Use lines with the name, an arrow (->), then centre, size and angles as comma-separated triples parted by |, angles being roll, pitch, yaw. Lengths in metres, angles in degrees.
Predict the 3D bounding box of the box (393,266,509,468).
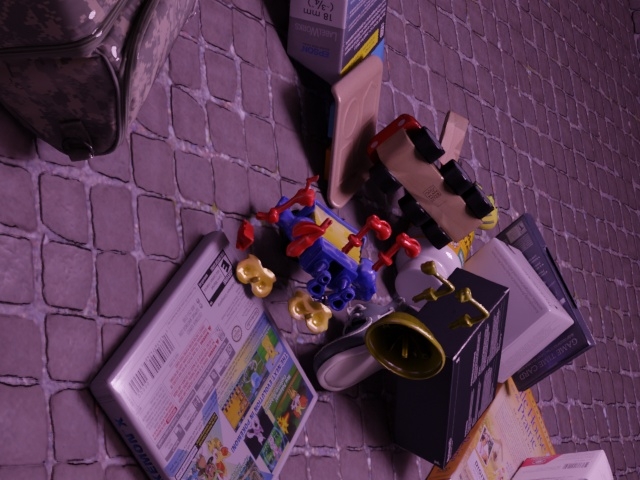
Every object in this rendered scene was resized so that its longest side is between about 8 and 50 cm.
box -> 0.205, 0.203, 1.779 | 0.184, 0.103, 0.261 | -47, 149, -40

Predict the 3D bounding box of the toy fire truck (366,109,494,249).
toy fire truck -> 0.186, -0.142, 1.909 | 0.217, 0.158, 0.246 | 44, 16, -27

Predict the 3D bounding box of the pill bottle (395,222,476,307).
pill bottle -> 0.199, 0.020, 1.972 | 0.118, 0.117, 0.208 | 60, 35, -25

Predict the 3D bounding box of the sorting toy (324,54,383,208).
sorting toy -> 0.051, -0.181, 1.842 | 0.193, 0.038, 0.208 | -48, 144, -55

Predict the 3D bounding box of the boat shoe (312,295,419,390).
boat shoe -> 0.070, 0.152, 1.748 | 0.099, 0.116, 0.319 | 53, 29, 17

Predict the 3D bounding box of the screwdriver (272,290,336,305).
screwdriver -> -0.022, 0.090, 1.688 | 0.169, 0.025, 0.024 | -2, 80, -50

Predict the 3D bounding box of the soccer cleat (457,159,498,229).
soccer cleat -> 0.251, -0.075, 2.154 | 0.289, 0.093, 0.121 | 38, 77, -52

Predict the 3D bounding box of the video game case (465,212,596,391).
video game case -> 0.378, 0.116, 2.083 | 0.026, 0.196, 0.274 | -4, 62, -40

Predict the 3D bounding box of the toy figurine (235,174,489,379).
toy figurine -> 0.051, 0.015, 1.609 | 0.362, 0.191, 0.217 | 34, 22, -20

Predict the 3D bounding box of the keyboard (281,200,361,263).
keyboard -> 0.000, 0.000, 1.753 | 0.192, 0.038, 0.100 | 29, 77, -52

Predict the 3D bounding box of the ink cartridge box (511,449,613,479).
ink cartridge box -> 0.412, 0.461, 1.977 | 0.218, 0.158, 0.092 | -28, 102, -57

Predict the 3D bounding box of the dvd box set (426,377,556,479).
dvd box set -> 0.335, 0.452, 2.073 | 0.420, 0.062, 0.308 | -46, 116, -55

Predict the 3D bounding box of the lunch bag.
lunch bag -> -0.263, -0.273, 1.271 | 0.256, 0.212, 0.305 | 70, 28, -43

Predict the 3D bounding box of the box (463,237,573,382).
box -> 0.317, 0.126, 2.005 | 0.119, 0.182, 0.181 | 21, 31, -54

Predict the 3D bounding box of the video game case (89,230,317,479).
video game case -> -0.133, 0.196, 1.441 | 0.300, 0.036, 0.329 | 62, 33, -22

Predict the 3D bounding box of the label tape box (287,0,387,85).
label tape box -> 0.035, -0.392, 1.851 | 0.241, 0.105, 0.334 | -55, 156, -52
